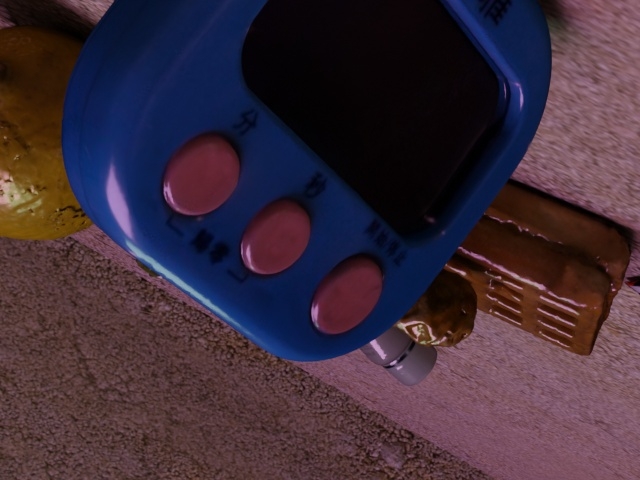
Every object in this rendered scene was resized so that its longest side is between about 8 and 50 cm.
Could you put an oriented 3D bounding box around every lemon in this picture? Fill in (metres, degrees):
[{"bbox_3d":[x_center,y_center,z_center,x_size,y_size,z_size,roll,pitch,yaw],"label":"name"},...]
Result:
[{"bbox_3d":[-0.346,-0.129,1.653,0.257,0.258,0.310,25,170,9],"label":"lemon"}]

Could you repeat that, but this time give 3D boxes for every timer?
[{"bbox_3d":[0.001,-0.091,0.926,0.115,0.309,0.340,35,176,41],"label":"timer"}]

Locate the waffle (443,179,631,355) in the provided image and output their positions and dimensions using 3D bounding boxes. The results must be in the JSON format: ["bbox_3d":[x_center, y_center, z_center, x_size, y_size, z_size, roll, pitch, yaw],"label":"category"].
[{"bbox_3d":[0.159,-0.002,1.483,0.327,0.098,0.224,24,166,13],"label":"waffle"}]

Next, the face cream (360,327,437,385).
[{"bbox_3d":[0.054,0.114,2.242,0.314,0.089,0.143,40,165,-20],"label":"face cream"}]

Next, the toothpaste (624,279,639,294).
[{"bbox_3d":[0.366,0.058,1.429,0.071,0.045,0.193,36,174,-1],"label":"toothpaste"}]

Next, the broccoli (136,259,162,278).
[{"bbox_3d":[-0.079,-0.113,1.043,0.164,0.304,0.145,8,165,7],"label":"broccoli"}]

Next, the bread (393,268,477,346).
[{"bbox_3d":[-0.001,0.001,1.441,0.367,0.077,0.084,29,-159,20],"label":"bread"}]
